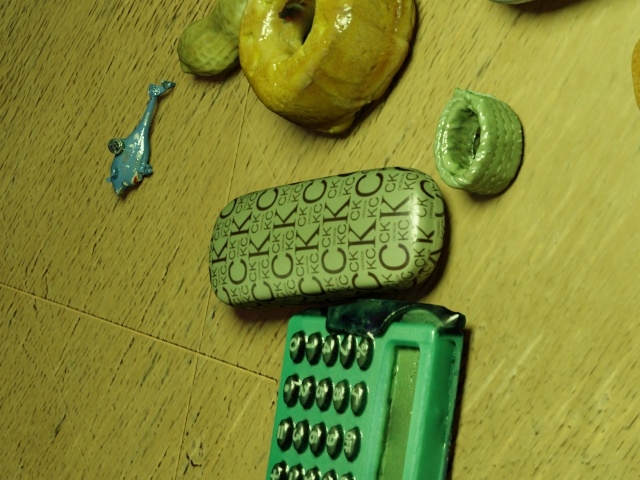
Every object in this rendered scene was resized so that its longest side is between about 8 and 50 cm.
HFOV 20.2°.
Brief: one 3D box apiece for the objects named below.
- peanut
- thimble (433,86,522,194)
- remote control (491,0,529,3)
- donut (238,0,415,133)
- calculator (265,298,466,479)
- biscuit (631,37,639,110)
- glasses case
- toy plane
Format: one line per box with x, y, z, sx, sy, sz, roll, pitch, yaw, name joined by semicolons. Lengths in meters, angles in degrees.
-0.113;-0.260;2.226;0.192;0.089;0.089;-29;59;40;peanut
0.164;-0.105;1.890;0.084;0.062;0.110;-18;67;46;thimble
0.260;-0.360;1.821;0.332;0.103;0.221;-18;57;45;remote control
0.003;-0.240;2.069;0.226;0.113;0.227;-17;68;47;donut
0.039;0.188;1.956;0.274;0.058;0.248;2;80;49;calculator
0.428;-0.196;1.636;0.333;0.047;0.202;-24;61;40;biscuit
0.000;0.000;2.027;0.354;0.085;0.137;-10;74;46;glasses case
-0.234;-0.134;2.356;0.062;0.054;0.167;24;100;23;toy plane
